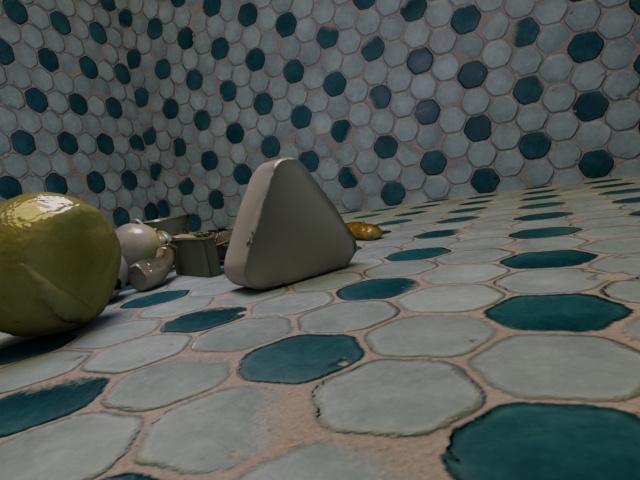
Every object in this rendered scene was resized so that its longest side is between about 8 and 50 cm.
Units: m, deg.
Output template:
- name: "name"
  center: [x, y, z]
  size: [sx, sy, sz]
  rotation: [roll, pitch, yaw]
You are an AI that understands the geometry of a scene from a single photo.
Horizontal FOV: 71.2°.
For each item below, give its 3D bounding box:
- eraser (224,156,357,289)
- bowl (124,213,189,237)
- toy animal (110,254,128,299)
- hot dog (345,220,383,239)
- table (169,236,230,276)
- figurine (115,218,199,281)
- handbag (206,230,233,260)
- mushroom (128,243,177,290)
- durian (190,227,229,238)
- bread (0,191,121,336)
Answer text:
- name: "eraser"
  center: [-0.060, -0.011, 1.157]
  size: [0.331, 0.331, 0.150]
  rotation: [-14, 6, -32]
- name: "bowl"
  center: [-0.895, -0.028, 2.506]
  size: [0.354, 0.185, 0.354]
  rotation: [-9, 7, 1]
- name: "toy animal"
  center: [-0.659, 0.096, 1.243]
  size: [0.235, 0.165, 0.187]
  rotation: [-9, 25, 2]
- name: "hot dog"
  center: [0.136, -0.035, 1.709]
  size: [0.088, 0.061, 0.286]
  rotation: [-26, 13, -27]
- name: "table"
  center: [-0.386, 0.046, 1.478]
  size: [0.111, 0.121, 0.240]
  rotation: [-15, 10, -42]
- name: "figurine"
  center: [-0.607, 0.019, 1.661]
  size: [0.274, 0.226, 0.394]
  rotation: [26, 15, 29]
- name: "handbag"
  center: [-0.343, 0.021, 1.633]
  size: [0.182, 0.117, 0.270]
  rotation: [-10, 1, -37]
- name: "mushroom"
  center: [-0.508, 0.077, 1.397]
  size: [0.092, 0.081, 0.223]
  rotation: [20, 25, 1]
- name: "durian"
  center: [-0.520, 0.009, 1.988]
  size: [0.375, 0.106, 0.132]
  rotation: [-12, -22, -43]
- name: "bread"
  center: [-0.587, 0.054, 0.948]
  size: [0.237, 0.320, 0.320]
  rotation: [10, 7, 0]
